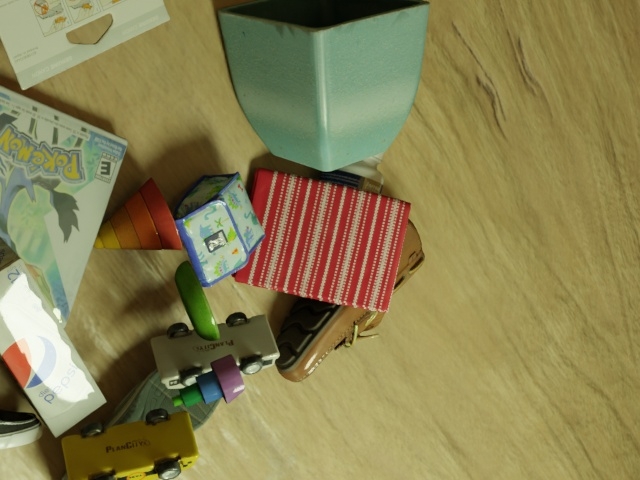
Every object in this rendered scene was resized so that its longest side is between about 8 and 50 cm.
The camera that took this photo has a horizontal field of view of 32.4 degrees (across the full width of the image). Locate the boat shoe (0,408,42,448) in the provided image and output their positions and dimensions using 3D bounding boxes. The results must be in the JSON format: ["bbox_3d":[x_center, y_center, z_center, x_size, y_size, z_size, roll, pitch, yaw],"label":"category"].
[{"bbox_3d":[-0.494,0.246,1.534,0.228,0.080,0.076,4,96,-35],"label":"boat shoe"}]

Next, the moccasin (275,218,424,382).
[{"bbox_3d":[0.059,0.117,1.971,0.380,0.139,0.147,-50,118,-35],"label":"moccasin"}]

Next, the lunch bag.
[{"bbox_3d":[-0.167,-0.018,1.739,0.151,0.096,0.129,-51,127,-46],"label":"lunch bag"}]

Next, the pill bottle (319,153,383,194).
[{"bbox_3d":[0.049,-0.085,1.930,0.112,0.112,0.186,18,86,-42],"label":"pill bottle"}]

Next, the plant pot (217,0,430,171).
[{"bbox_3d":[0.010,-0.258,1.789,0.247,0.248,0.252,-23,121,-37],"label":"plant pot"}]

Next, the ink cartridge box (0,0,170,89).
[{"bbox_3d":[-0.365,-0.374,1.544,0.275,0.060,0.239,-34,120,-33],"label":"ink cartridge box"}]

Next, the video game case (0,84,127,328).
[{"bbox_3d":[-0.452,-0.058,1.538,0.329,0.036,0.300,23,83,-42],"label":"video game case"}]

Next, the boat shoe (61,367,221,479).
[{"bbox_3d":[-0.276,0.288,1.729,0.118,0.103,0.320,52,57,-14],"label":"boat shoe"}]

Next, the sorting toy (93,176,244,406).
[{"bbox_3d":[-0.237,0.088,1.636,0.126,0.127,0.365,-22,73,-12],"label":"sorting toy"}]

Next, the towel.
[{"bbox_3d":[0.000,0.000,1.853,0.275,0.031,0.199,13,88,-5],"label":"towel"}]

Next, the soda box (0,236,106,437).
[{"bbox_3d":[-0.407,0.135,1.532,0.091,0.098,0.286,-35,129,-19],"label":"soda box"}]

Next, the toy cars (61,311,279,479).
[{"bbox_3d":[-0.219,0.249,1.655,0.393,0.176,0.087,-50,161,-34],"label":"toy cars"}]
